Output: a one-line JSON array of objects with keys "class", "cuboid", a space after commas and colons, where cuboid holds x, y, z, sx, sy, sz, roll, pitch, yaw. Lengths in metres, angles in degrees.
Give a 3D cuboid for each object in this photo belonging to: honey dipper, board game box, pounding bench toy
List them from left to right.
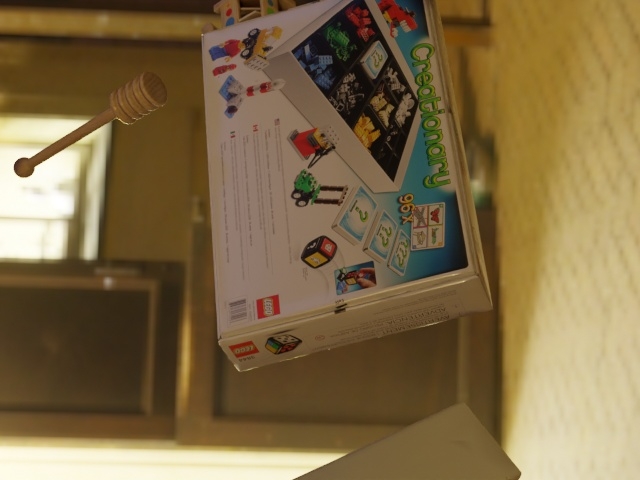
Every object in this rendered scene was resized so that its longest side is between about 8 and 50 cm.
[{"class": "honey dipper", "cuboid": [-0.190, -0.087, 1.302, 0.030, 0.161, 0.030, 37, -142, -36]}, {"class": "pounding bench toy", "cuboid": [-0.066, -0.173, 1.410, 0.083, 0.052, 0.065, -26, 56, 34]}, {"class": "board game box", "cuboid": [0.012, -0.060, 1.230, 0.053, 0.193, 0.305, 62, -162, -51]}]

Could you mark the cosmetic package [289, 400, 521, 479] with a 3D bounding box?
[{"class": "cosmetic package", "cuboid": [-0.013, 0.328, 1.441, 0.097, 0.284, 0.377, 53, 141, 26]}]
